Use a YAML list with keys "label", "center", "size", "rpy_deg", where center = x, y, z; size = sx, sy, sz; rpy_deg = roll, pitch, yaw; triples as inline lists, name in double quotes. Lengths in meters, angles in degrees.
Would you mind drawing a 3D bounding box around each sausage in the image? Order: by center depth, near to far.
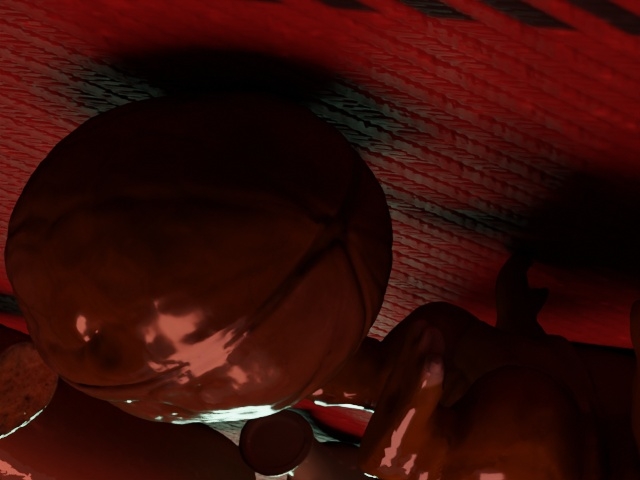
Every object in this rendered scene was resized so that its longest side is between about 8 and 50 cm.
- label: "sausage"
  center: [-0.204, 0.182, 1.558]
  size: [0.304, 0.121, 0.121]
  rpy_deg: [25, 158, -33]

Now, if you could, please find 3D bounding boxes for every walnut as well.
- label: "walnut"
  center: [-0.062, 0.009, 0.874]
  size: [0.207, 0.167, 0.167]
  rpy_deg: [-10, 153, 44]

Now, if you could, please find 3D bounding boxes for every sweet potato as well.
- label: "sweet potato"
  center: [-0.319, 0.074, 1.341]
  size: [0.252, 0.097, 0.097]
  rpy_deg: [20, 162, 0]

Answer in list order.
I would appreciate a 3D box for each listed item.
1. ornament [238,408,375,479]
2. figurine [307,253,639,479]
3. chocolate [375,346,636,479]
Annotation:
- label: "ornament"
  center: [-0.003, 0.203, 1.573]
  size: [0.075, 0.081, 0.156]
  rpy_deg: [6, 158, 32]
- label: "figurine"
  center: [0.175, 0.140, 0.966]
  size: [0.387, 0.268, 0.401]
  rpy_deg: [14, 170, -16]
- label: "chocolate"
  center: [0.198, 0.276, 1.278]
  size: [0.384, 0.331, 0.383]
  rpy_deg: [10, 160, 4]
